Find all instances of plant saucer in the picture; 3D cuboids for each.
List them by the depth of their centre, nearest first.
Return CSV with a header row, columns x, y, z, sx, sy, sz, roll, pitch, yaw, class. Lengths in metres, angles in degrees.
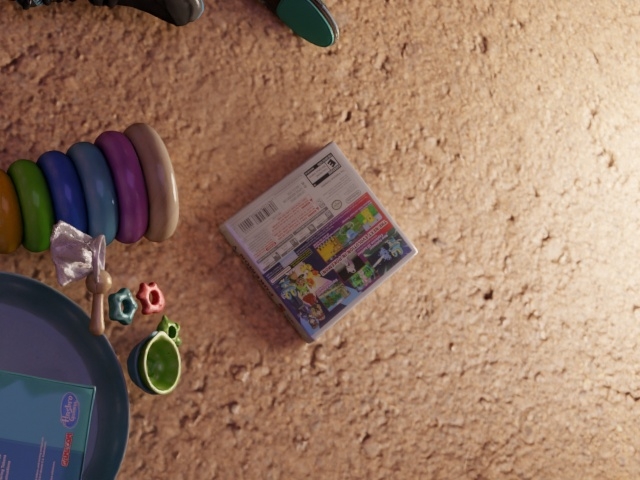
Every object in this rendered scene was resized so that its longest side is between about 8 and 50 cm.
x,y,z,sx,sy,sz,roll,pitch,yaw,class
-0.366,0.189,1.555,0.318,0.044,0.317,7,72,-22,plant saucer

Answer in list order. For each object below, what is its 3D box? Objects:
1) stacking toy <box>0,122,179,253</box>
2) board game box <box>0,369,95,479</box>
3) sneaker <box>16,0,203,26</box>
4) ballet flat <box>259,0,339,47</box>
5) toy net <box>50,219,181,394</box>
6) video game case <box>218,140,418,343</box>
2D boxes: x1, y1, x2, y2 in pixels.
x,y,z,sx,sy,sz,roll,pitch,yaw,class
-0.334,-0.036,1.602,0.330,0.141,0.141,-13,80,-20,stacking toy
-0.415,0.246,1.444,0.336,0.079,0.253,13,68,-20,board game box
-0.306,-0.330,1.720,0.341,0.125,0.139,26,93,-19,sneaker
-0.046,-0.326,1.850,0.188,0.070,0.070,37,63,-14,ballet flat
-0.217,0.061,1.594,0.232,0.045,0.122,62,40,-30,toy net
0.000,0.000,1.792,0.201,0.023,0.183,-39,92,-30,video game case
